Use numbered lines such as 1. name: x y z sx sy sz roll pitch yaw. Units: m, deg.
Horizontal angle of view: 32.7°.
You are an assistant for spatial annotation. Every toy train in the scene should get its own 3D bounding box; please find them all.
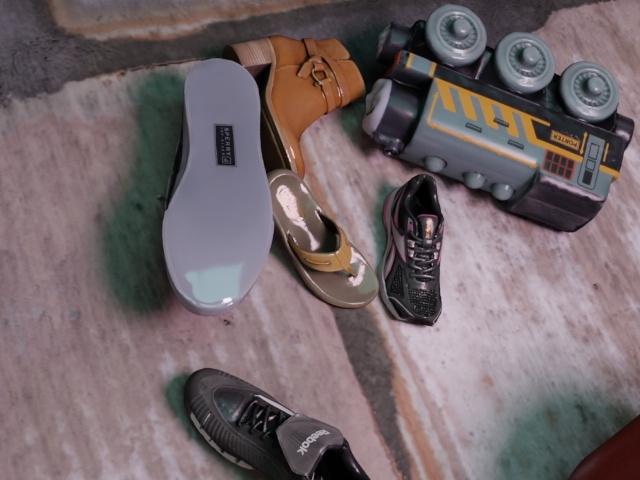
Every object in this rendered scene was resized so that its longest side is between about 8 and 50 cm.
1. toy train: 0.211 -0.142 1.293 0.333 0.142 0.190 21 68 -8

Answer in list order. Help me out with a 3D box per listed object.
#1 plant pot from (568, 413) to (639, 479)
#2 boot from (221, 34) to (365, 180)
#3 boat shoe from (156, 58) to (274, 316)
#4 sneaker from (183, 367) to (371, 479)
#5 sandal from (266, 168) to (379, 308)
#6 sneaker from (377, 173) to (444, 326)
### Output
1. plant pot: 0.386 0.258 1.061 0.272 0.265 0.272 8 61 -15
2. boot: -0.013 -0.155 1.255 0.152 0.073 0.197 -10 72 -30
3. boat shoe: -0.116 -0.044 1.140 0.113 0.105 0.306 1 57 -14
4. sneaker: -0.029 0.194 1.041 0.234 0.106 0.078 41 57 5
5. sandal: 0.000 0.000 1.169 0.072 0.049 0.180 -39 101 -22
6. sneaker: 0.105 0.005 1.206 0.072 0.077 0.178 2 64 -17
